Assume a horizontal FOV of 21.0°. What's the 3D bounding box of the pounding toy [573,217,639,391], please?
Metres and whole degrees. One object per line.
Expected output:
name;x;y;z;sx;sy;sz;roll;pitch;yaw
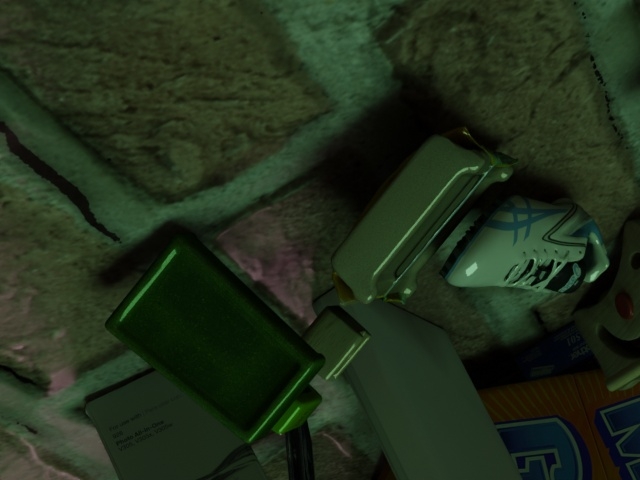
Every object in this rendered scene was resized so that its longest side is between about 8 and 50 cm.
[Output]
pounding toy;0.318;0.061;1.720;0.155;0.154;0.269;-15;170;-21

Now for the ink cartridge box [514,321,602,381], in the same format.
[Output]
ink cartridge box;0.290;0.155;1.945;0.097;0.046;0.207;-31;152;6

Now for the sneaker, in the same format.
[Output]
sneaker;0.186;0.011;1.511;0.237;0.086;0.085;-10;141;-56

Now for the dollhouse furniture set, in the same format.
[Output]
dollhouse furniture set;0.000;0.000;1.405;0.301;0.151;0.197;-51;169;8

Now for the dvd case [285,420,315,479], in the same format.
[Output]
dvd case;-0.018;0.233;1.688;0.018;0.164;0.221;-6;152;1

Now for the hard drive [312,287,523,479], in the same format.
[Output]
hard drive;0.129;0.216;1.574;0.047;0.353;0.233;-35;152;16

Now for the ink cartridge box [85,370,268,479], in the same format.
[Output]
ink cartridge box;-0.088;0.274;1.560;0.121;0.289;0.211;-26;153;-8

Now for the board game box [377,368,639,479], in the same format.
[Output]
board game box;0.283;0.375;1.901;0.356;0.356;0.356;-9;154;-14
